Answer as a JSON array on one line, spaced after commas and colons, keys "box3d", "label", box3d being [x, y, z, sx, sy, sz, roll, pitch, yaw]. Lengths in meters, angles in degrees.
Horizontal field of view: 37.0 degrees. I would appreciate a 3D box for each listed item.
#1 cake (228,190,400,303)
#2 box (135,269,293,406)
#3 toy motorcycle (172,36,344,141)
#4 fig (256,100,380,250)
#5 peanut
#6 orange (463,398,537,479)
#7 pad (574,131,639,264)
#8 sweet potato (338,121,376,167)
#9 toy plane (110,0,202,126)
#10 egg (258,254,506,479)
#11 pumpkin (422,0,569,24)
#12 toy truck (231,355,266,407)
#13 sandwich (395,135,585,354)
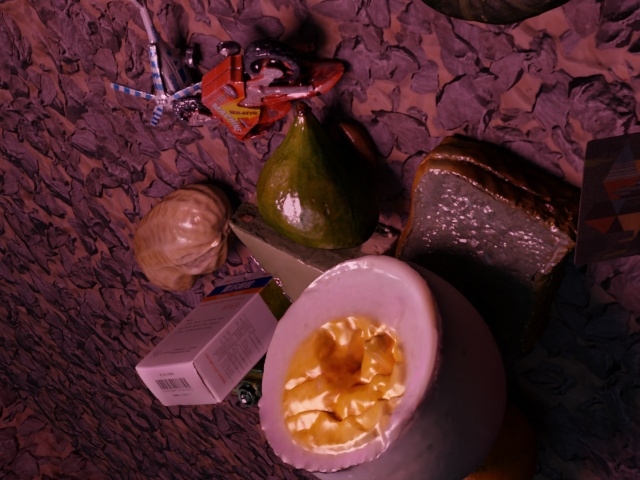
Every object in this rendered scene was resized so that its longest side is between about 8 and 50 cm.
[{"box3d": [-0.005, -0.003, 1.653, 0.283, 0.158, 0.172, 46, 142, 1], "label": "cake"}, {"box3d": [-0.189, 0.185, 1.869, 0.200, 0.299, 0.106, -12, 117, 47], "label": "box"}, {"box3d": [-0.109, -0.239, 1.532, 0.171, 0.089, 0.298, 21, 153, -34], "label": "toy motorcycle"}, {"box3d": [-0.002, -0.115, 1.534, 0.203, 0.203, 0.235, 16, 116, 31], "label": "fig"}, {"box3d": [-0.273, -0.007, 1.890, 0.174, 0.158, 0.340, 24, 154, -25], "label": "peanut"}, {"box3d": [0.265, 0.376, 1.699, 0.240, 0.240, 0.240, 24, 139, 23], "label": "orange"}, {"box3d": [0.412, -0.056, 1.270, 0.142, 0.003, 0.211, -10, 130, -2], "label": "pad"}, {"box3d": [0.063, -0.156, 1.538, 0.034, 0.034, 0.095, -13, 124, 47], "label": "sweet potato"}, {"box3d": [-0.275, -0.314, 1.606, 0.182, 0.107, 0.273, -10, 131, 30], "label": "toy plane"}, {"box3d": [0.135, 0.237, 1.482, 0.354, 0.355, 0.340, -2, 154, 43], "label": "egg"}, {"box3d": [0.193, -0.387, 1.067, 0.300, 0.207, 0.300, 20, 149, 13], "label": "pumpkin"}, {"box3d": [-0.206, 0.267, 2.115, 0.259, 0.128, 0.135, 14, 120, 33], "label": "toy truck"}, {"box3d": [0.253, 0.003, 1.465, 0.271, 0.099, 0.301, 27, 141, 16], "label": "sandwich"}]
